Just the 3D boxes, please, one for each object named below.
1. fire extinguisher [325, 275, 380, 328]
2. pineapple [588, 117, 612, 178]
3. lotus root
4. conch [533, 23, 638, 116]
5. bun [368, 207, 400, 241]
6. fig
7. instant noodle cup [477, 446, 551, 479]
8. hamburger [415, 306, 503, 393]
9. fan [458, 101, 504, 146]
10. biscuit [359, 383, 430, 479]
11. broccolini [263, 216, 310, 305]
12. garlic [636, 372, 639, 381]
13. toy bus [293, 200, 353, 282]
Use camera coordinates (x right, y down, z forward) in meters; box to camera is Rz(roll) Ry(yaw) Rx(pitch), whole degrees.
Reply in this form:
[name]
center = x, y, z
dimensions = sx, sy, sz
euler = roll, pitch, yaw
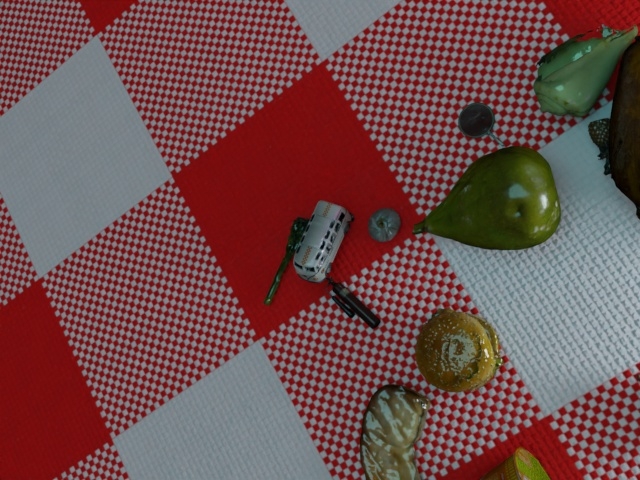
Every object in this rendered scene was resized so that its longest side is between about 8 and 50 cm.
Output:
[fire extinguisher]
center = 0.068, 0.148, 2.059
dimensions = 0.173, 0.035, 0.049
euler = 43, 139, 21
[pineapple]
center = 0.608, -0.196, 1.860
dimensions = 0.058, 0.058, 0.124
euler = -13, 79, 21
[lotus root]
center = 0.680, -0.232, 1.753
dimensions = 0.196, 0.179, 0.397
euler = 174, 101, -66
[conch]
center = 0.551, -0.373, 1.873
dimensions = 0.137, 0.143, 0.250
euler = 31, 81, -18
[bun]
center = 0.147, -0.037, 2.038
dimensions = 0.083, 0.045, 0.083
euler = -2, 85, 18
[fig]
center = 0.360, -0.096, 1.863
dimensions = 0.314, 0.233, 0.233
euler = 13, 89, 28
[instant noodle cup]
center = 0.378, 0.547, 1.819
dimensions = 0.185, 0.168, 0.168
euler = -36, 71, 22
[hamburger]
center = 0.296, 0.236, 1.906
dimensions = 0.182, 0.118, 0.191
euler = -20, 72, 16
[fan]
center = 0.373, -0.259, 1.993
dimensions = 0.085, 0.005, 0.133
euler = -46, 69, 11
[biscuit]
center = 0.163, 0.475, 1.968
dimensions = 0.154, 0.045, 0.299
euler = 4, 86, 22
[broccolini]
center = -0.087, 0.050, 2.127
dimensions = 0.051, 0.054, 0.239
euler = 28, 97, 9
[garlic]
center = 0.725, 0.325, 1.720
dimensions = 0.206, 0.128, 0.115
euler = 32, 140, 26
[toy bus]
center = 0.000, 0.000, 2.056
dimensions = 0.087, 0.089, 0.194
euler = 19, 76, 23
